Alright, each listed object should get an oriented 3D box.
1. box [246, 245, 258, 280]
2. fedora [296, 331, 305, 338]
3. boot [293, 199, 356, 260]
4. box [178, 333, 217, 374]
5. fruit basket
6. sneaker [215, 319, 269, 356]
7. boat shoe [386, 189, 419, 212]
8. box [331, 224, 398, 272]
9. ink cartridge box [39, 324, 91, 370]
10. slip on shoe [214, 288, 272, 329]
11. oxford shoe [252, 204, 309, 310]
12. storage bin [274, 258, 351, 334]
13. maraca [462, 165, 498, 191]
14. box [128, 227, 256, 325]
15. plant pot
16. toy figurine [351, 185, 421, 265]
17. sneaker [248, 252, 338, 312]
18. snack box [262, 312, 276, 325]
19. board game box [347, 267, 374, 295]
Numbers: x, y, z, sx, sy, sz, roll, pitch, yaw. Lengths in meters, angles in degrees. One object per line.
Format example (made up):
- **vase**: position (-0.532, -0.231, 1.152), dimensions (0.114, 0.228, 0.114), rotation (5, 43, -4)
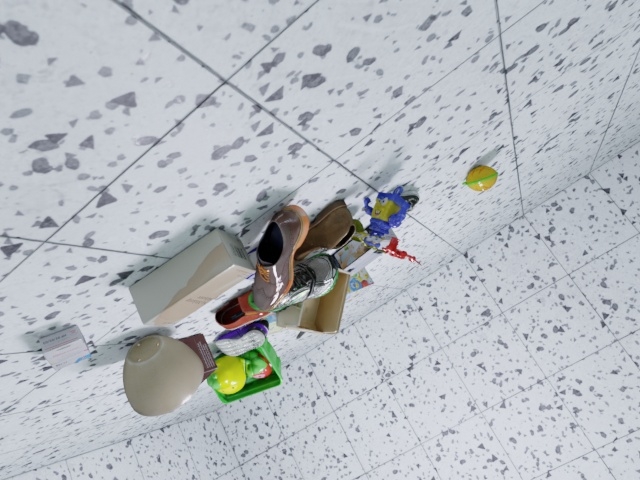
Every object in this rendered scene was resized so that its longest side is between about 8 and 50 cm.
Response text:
- **box**: position (-0.186, 0.074, 1.585), dimensions (0.126, 0.072, 0.137), rotation (-34, 160, 10)
- **fedora**: position (-0.048, 0.334, 2.322), dimensions (0.275, 0.124, 0.244), rotation (-39, 179, -1)
- **boot**: position (0.000, 0.000, 1.607), dimensions (0.112, 0.115, 0.305), rotation (-13, 157, -47)
- **box**: position (-0.567, 0.521, 2.015), dimensions (0.167, 0.169, 0.203), rotation (-9, 153, -44)
- **fruit basket**: position (-0.399, 0.648, 2.329), dimensions (0.392, 0.283, 0.392), rotation (-27, -166, 7)
- **sneaker**: position (-0.347, 0.433, 2.219), dimensions (0.293, 0.102, 0.146), rotation (-20, -154, 30)
- **boat shoe**: position (0.307, -0.136, 1.772), dimensions (0.219, 0.070, 0.078), rotation (-6, 150, -50)
- **box**: position (0.168, 0.047, 2.010), dimensions (0.290, 0.087, 0.169), rotation (-39, 159, 26)
- **ink cartridge box**: position (-0.732, 0.304, 1.386), dimensions (0.104, 0.062, 0.181), rotation (-21, 160, -26)
- **slip on shoe**: position (-0.265, 0.244, 1.848), dimensions (0.331, 0.123, 0.101), rotation (-30, 158, 16)
- **oxford shoe**: position (-0.150, 0.067, 1.405), dimensions (0.132, 0.130, 0.364), rotation (-29, 143, -54)
- **storage bin**: position (-0.026, 0.214, 1.804), dimensions (0.123, 0.261, 0.262), rotation (5, 168, 35)
- **maraca**: position (0.641, -0.248, 1.946), dimensions (0.127, 0.099, 0.186), rotation (-19, -174, -1)
- **box**: position (-0.356, 0.109, 1.348), dimensions (0.311, 0.121, 0.148), rotation (-34, 161, 11)
- **plant pot**: position (-0.586, 0.448, 1.726), dimensions (0.284, 0.284, 0.191), rotation (-25, 125, -13)
- **toy figurine**: position (0.222, -0.075, 1.610), dimensions (0.191, 0.362, 0.217), rotation (25, 89, -23)
- **sneaker**: position (-0.089, 0.155, 1.599), dimensions (0.343, 0.134, 0.146), rotation (-32, 167, 21)
- **snack box**: position (-0.197, 0.402, 2.422), dimensions (0.321, 0.060, 0.187), rotation (-6, 150, -50)
- **board game box**: position (0.082, 0.212, 2.217), dimensions (0.275, 0.142, 0.144), rotation (-18, 156, -33)
